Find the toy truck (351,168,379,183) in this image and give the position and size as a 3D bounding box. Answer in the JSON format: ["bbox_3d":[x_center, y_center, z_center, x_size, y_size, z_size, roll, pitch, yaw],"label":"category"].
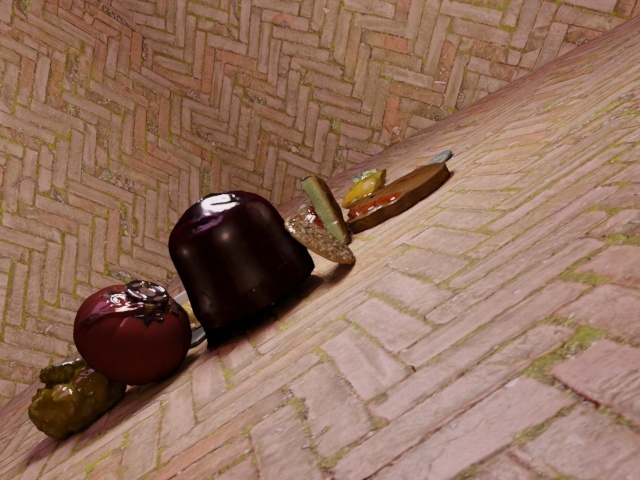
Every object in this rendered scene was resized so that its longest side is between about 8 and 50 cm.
[{"bbox_3d":[0.204,-0.249,2.656,0.116,0.085,0.191,-24,9,15],"label":"toy truck"}]

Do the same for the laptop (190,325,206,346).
[{"bbox_3d":[-0.347,0.260,1.954,0.187,0.015,0.269,-25,11,40],"label":"laptop"}]

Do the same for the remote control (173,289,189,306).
[{"bbox_3d":[-0.515,0.261,2.231,0.277,0.103,0.055,-33,6,-6],"label":"remote control"}]

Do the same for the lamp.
[{"bbox_3d":[-0.487,0.239,1.666,0.303,0.303,0.257,-62,-3,-73],"label":"lamp"}]

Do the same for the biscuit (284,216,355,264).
[{"bbox_3d":[-0.001,0.001,1.658,0.033,0.220,0.220,-59,3,13],"label":"biscuit"}]

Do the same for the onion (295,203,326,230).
[{"bbox_3d":[-0.036,-0.066,2.271,0.184,0.147,0.184,-23,24,11],"label":"onion"}]

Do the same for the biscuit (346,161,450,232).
[{"bbox_3d":[0.231,-0.140,2.055,0.381,0.074,0.359,-20,13,40],"label":"biscuit"}]

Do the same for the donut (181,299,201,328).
[{"bbox_3d":[-0.381,0.216,2.030,0.146,0.078,0.181,-41,11,-29],"label":"donut"}]

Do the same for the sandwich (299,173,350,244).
[{"bbox_3d":[0.035,-0.087,2.005,0.063,0.245,0.212,-28,-6,11],"label":"sandwich"}]

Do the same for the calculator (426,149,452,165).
[{"bbox_3d":[0.432,-0.294,2.325,0.095,0.021,0.153,-24,12,38],"label":"calculator"}]

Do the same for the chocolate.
[{"bbox_3d":[-0.243,0.044,1.703,0.383,0.331,0.383,-38,7,5],"label":"chocolate"}]

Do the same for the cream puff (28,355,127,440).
[{"bbox_3d":[-0.674,0.404,1.737,0.282,0.185,0.282,-30,13,8],"label":"cream puff"}]

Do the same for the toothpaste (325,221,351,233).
[{"bbox_3d":[0.025,-0.015,2.115,0.178,0.043,0.037,-23,10,45],"label":"toothpaste"}]

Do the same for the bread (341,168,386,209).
[{"bbox_3d":[0.170,-0.177,2.380,0.161,0.088,0.233,-32,10,30],"label":"bread"}]
